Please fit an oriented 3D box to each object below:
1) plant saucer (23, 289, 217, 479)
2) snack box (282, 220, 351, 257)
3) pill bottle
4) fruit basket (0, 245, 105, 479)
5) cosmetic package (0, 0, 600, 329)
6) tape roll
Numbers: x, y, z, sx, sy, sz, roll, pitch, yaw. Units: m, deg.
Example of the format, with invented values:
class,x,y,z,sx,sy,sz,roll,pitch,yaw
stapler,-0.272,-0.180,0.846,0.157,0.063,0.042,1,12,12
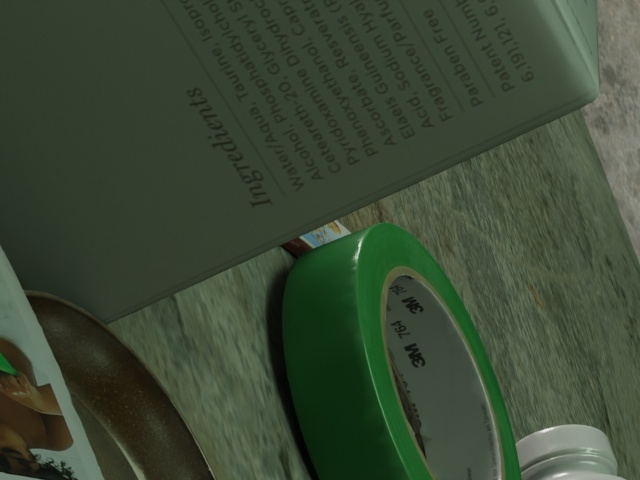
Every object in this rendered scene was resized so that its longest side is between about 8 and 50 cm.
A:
class,x,y,z,sx,sy,sz,roll,pitch,yaw
plant saucer,-0.134,0.179,1.025,0.310,0.050,0.310,53,21,-31
snack box,0.000,0.000,1.655,0.178,0.022,0.064,39,33,-53
pill bottle,0.260,0.323,1.745,0.152,0.152,0.272,43,28,-48
fruit basket,-0.231,-0.014,0.673,0.327,0.165,0.353,19,24,-41
cosmetic package,-0.062,-0.201,1.158,0.327,0.394,0.329,58,19,-20
tape roll,0.077,0.146,1.562,0.321,0.077,0.321,50,27,-38
